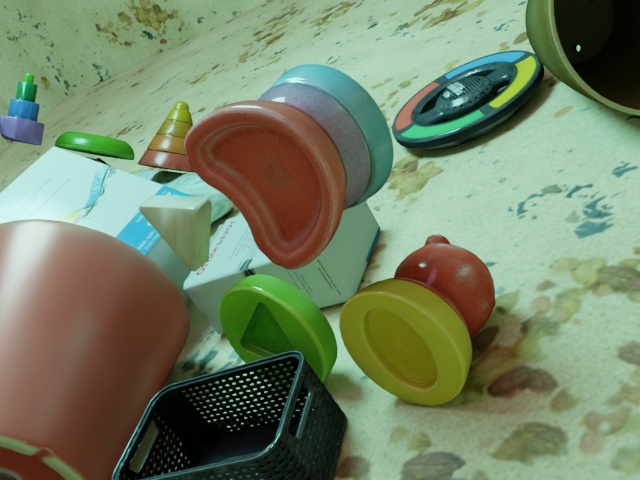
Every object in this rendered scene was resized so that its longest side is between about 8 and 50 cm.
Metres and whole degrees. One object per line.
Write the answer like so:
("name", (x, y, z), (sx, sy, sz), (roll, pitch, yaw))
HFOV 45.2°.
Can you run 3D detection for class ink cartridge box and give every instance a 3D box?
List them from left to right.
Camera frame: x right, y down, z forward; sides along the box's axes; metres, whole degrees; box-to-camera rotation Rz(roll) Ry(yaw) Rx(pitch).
("ink cartridge box", (-0.301, 0.014, 1.030), (0.232, 0.171, 0.168), (20, 48, 15))
("ink cartridge box", (-0.046, 0.020, 0.942), (0.203, 0.086, 0.148), (-17, 29, 31))

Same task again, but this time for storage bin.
("storage bin", (-0.079, 0.186, 0.689), (0.180, 0.084, 0.122), (-20, 28, 26))

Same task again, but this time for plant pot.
("plant pot", (-0.299, 0.153, 0.821), (0.274, 0.275, 0.243), (-21, 37, 24))
("plant pot", (0.338, -0.271, 0.897), (0.237, 0.237, 0.254), (-31, 12, 3))

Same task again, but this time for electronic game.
("electronic game", (0.206, -0.203, 1.097), (0.229, 0.048, 0.229), (-26, 27, 14))

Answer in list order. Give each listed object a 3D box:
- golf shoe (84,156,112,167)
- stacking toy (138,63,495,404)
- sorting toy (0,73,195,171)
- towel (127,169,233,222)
("golf shoe", (-0.373, -0.102, 1.291), (0.077, 0.094, 0.198), (-31, 22, -22))
("stacking toy", (0.000, 0.000, 0.723), (0.279, 0.309, 0.130), (-19, 19, 48))
("sorting toy", (-0.342, -0.197, 1.275), (0.127, 0.365, 0.126), (11, 92, 46))
("towel", (-0.363, -0.023, 1.332), (0.320, 0.090, 0.374), (-35, 25, -24))
